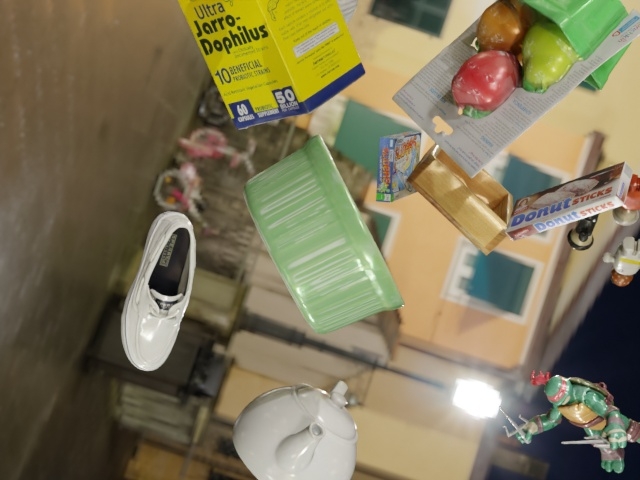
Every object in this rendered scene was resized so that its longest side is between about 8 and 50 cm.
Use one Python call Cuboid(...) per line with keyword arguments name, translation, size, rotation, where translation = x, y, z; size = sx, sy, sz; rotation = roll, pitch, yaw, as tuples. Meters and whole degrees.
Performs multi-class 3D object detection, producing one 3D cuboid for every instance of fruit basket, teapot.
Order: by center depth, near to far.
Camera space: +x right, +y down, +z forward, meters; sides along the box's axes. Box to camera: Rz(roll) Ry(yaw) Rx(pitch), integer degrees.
Cuboid(name="fruit basket", translation=(0.311, -0.277, 1.797), size=(0.353, 0.165, 0.327), rotation=(-46, -146, 7))
Cuboid(name="teapot", translation=(-0.021, 0.348, 2.053), size=(0.187, 0.253, 0.256), rotation=(-50, -138, 10))

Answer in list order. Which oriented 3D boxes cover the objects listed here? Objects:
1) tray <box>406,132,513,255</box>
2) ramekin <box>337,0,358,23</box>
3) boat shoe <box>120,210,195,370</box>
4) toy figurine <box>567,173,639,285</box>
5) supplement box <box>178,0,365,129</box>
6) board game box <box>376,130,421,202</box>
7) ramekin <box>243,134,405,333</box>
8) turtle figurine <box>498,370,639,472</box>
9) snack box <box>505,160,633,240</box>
Cuboid(name="tray", translation=(0.283, -0.100, 2.235), size=(0.076, 0.203, 0.411), rotation=(-47, 180, 14))
Cuboid(name="ramekin", translation=(-0.014, -0.509, 2.276), size=(0.207, 0.109, 0.207), rotation=(36, -45, 45))
Cuboid(name="boat shoe", translation=(-0.249, 0.085, 1.747), size=(0.084, 0.095, 0.258), rotation=(-145, -118, -67))
Cuboid(name="toy figurine", translation=(0.673, -0.016, 2.471), size=(0.213, 0.209, 0.148), rotation=(-27, 148, -22))
Cuboid(name="supplement box", translation=(-0.104, -0.412, 2.066), size=(0.194, 0.356, 0.195), rotation=(-8, -157, 43))
Cuboid(name="board game box", translation=(0.168, -0.159, 2.407), size=(0.201, 0.035, 0.136), rotation=(-24, 119, -67))
Cuboid(name="ramekin", translation=(0.000, 0.000, 1.783), size=(0.148, 0.303, 0.303), rotation=(-27, -177, 2))
Cuboid(name="turtle figurine", translation=(0.380, 0.257, 1.615), size=(0.175, 0.234, 0.118), rotation=(-5, -121, 57))
Cuboid(name="snack box", translation=(0.324, -0.050, 1.481), size=(0.178, 0.022, 0.064), rotation=(-21, -146, 45))
